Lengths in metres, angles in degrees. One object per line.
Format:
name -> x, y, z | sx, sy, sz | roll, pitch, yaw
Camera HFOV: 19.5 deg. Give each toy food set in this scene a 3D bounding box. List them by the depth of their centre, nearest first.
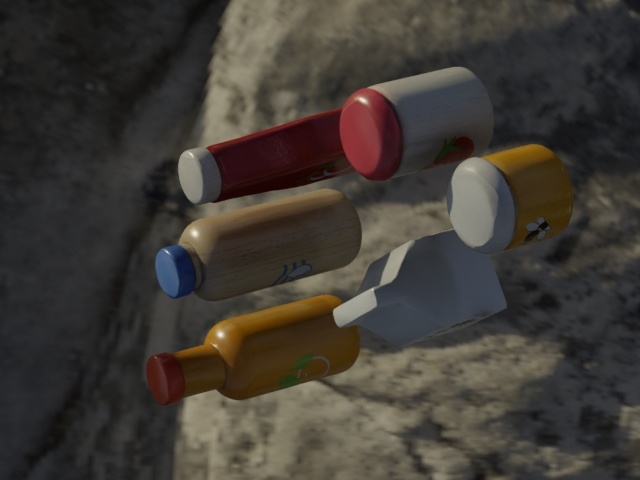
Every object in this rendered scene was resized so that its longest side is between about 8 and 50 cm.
toy food set -> 0.000, 0.000, 0.814 | 0.232, 0.104, 0.111 | -31, 76, 59
